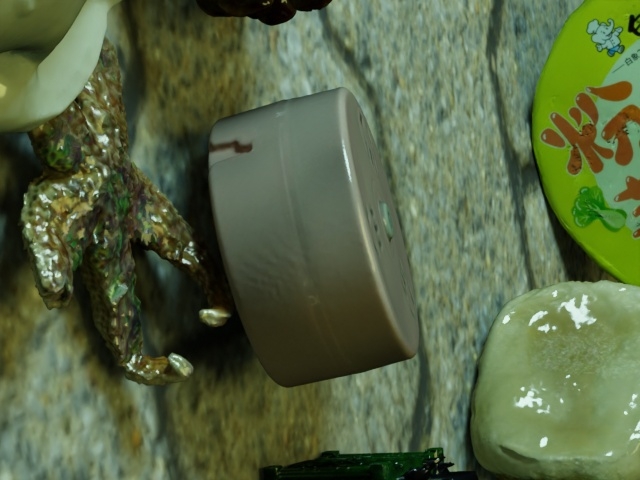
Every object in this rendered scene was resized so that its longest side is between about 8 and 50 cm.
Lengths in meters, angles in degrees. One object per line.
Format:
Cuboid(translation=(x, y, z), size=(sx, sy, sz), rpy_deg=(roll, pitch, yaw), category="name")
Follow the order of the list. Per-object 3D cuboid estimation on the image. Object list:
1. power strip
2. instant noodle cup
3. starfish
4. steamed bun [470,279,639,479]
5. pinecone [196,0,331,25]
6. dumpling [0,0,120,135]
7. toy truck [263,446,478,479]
Cuboid(translation=(0.000, 0.000, 0.806), size=(0.154, 0.078, 0.154), rpy_deg=(-15, 90, -81), category="power strip")
Cuboid(translation=(0.348, -0.110, 1.279), size=(0.221, 0.311, 0.311), rpy_deg=(-43, 122, -64), category="instant noodle cup")
Cuboid(translation=(-0.114, -0.026, 0.709), size=(0.209, 0.053, 0.150), rpy_deg=(51, 30, -36), category="starfish")
Cuboid(translation=(0.193, 0.134, 1.116), size=(0.155, 0.141, 0.172), rpy_deg=(71, 33, -46), category="steamed bun")
Cuboid(translation=(-0.028, -0.172, 0.789), size=(0.121, 0.140, 0.140), rpy_deg=(84, 12, -68), category="pinecone")
Cuboid(translation=(-0.150, -0.112, 0.593), size=(0.229, 0.124, 0.151), rpy_deg=(-3, 116, -48), category="dumpling")
Cuboid(translation=(0.047, 0.247, 0.840), size=(0.088, 0.121, 0.259), rpy_deg=(1, 83, -61), category="toy truck")
